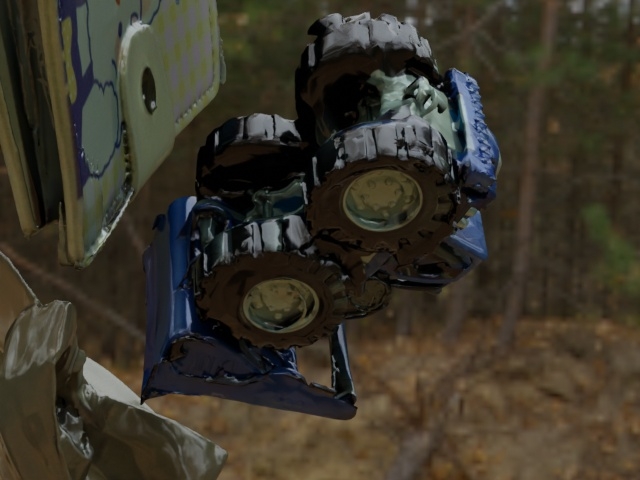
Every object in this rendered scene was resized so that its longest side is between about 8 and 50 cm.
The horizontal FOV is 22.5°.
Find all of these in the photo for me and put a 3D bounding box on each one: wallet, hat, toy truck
[{"bbox_3d":[-0.119,-0.136,0.873,0.077,0.223,0.309,2,22,7],"label":"wallet"},{"bbox_3d":[-0.160,0.093,0.876,0.173,0.144,0.166,4,-34,36],"label":"hat"},{"bbox_3d":[0.000,0.000,0.794,0.126,0.113,0.208,31,-56,-30],"label":"toy truck"}]
